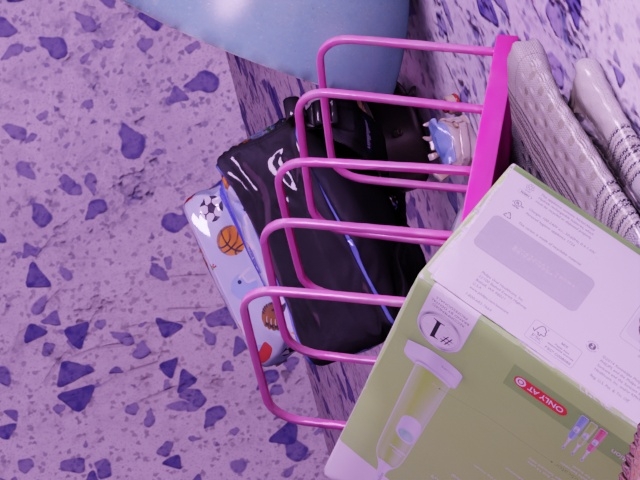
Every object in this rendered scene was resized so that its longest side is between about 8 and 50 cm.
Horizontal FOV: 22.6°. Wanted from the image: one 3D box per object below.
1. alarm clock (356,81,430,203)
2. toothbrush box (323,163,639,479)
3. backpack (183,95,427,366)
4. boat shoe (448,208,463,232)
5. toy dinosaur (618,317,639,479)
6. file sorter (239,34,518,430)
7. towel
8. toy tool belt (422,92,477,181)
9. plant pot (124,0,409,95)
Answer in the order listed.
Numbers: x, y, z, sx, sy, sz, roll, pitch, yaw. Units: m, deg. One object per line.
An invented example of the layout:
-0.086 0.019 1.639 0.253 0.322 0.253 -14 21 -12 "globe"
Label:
0.079 -0.105 1.796 0.192 0.064 0.129 90 160 -57 "alarm clock"
0.141 0.118 1.067 0.206 0.122 0.283 35 144 11 "toothbrush box"
0.000 0.000 1.637 0.276 0.213 0.263 69 -160 -1 "backpack"
0.142 0.077 1.628 0.078 0.070 0.219 108 176 -74 "boat shoe"
0.236 0.177 0.874 0.295 0.127 0.200 39 143 -13 "toy dinosaur"
0.058 -0.005 1.336 0.202 0.182 0.291 82 -162 -51 "file sorter"
0.230 0.038 1.227 0.312 0.056 0.324 79 167 -56 "towel"
0.123 -0.101 1.565 0.052 0.051 0.083 98 153 -71 "toy tool belt"
-0.030 -0.281 1.574 0.290 0.290 0.195 -129 58 -67 "plant pot"
